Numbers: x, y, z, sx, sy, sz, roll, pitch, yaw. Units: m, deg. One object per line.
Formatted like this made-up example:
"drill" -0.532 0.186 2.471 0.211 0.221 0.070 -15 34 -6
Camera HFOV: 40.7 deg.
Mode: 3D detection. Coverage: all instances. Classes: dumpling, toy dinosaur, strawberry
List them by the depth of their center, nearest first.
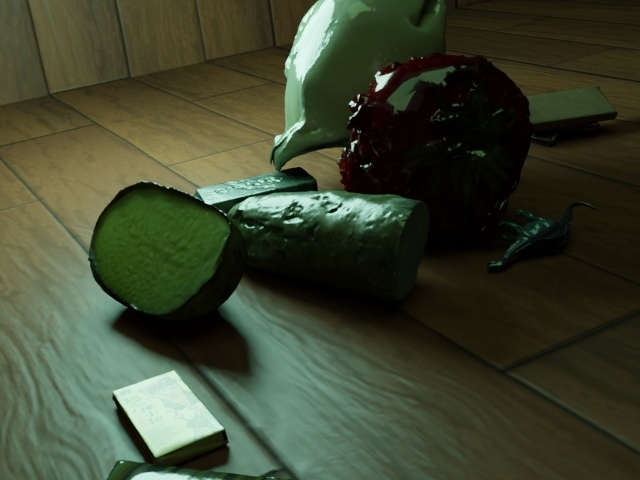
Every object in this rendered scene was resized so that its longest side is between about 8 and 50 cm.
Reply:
"toy dinosaur" 0.286 -0.009 1.146 0.197 0.045 0.080 -28 39 -25
"strawberry" 0.147 -0.126 1.207 0.274 0.274 0.220 -13 9 -13
"dumpling" 0.047 -0.259 1.385 0.395 0.233 0.315 -57 8 -11

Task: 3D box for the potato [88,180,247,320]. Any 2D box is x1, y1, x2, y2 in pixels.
"potato" -0.185 0.024 1.114 0.272 0.160 0.111 19 -9 43

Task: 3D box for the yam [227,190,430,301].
"yam" 0.000 0.000 1.118 0.330 0.133 0.133 6 25 40

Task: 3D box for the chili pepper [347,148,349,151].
"chili pepper" 0.114 -0.154 1.438 0.338 0.131 0.134 -4 22 24

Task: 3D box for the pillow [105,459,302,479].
"pillow" -0.114 0.240 0.655 0.212 0.052 0.208 3 22 18

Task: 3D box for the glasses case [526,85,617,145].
"glasses case" 0.443 -0.214 1.580 0.194 0.070 0.102 -10 50 -12

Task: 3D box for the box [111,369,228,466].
"box" -0.154 0.175 0.864 0.073 0.020 0.149 -19 25 -25

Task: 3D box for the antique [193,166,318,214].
"antique" -0.098 -0.043 1.285 0.183 0.086 0.088 -14 23 -15
